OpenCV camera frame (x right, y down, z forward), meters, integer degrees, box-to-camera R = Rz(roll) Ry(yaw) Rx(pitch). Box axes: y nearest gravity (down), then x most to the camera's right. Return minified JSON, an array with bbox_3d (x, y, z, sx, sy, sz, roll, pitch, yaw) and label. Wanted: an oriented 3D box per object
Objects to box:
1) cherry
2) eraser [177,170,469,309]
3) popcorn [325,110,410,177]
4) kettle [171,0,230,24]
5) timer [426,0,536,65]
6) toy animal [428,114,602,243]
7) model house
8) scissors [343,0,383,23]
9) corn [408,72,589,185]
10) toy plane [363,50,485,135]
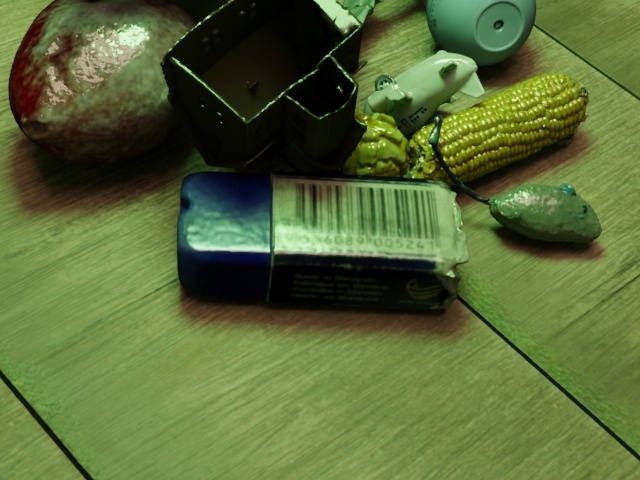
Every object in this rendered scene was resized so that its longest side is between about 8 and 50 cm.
[{"bbox_3d":[-0.268,-0.206,1.362,0.230,0.203,0.300,31,51,14],"label":"cherry"},{"bbox_3d":[0.000,0.000,1.283,0.332,0.101,0.155,2,48,-5],"label":"eraser"},{"bbox_3d":[0.062,-0.110,1.385,0.106,0.121,0.116,24,47,-33],"label":"popcorn"},{"bbox_3d":[-0.188,-0.417,1.402,0.361,0.250,0.377,-11,6,-22],"label":"kettle"},{"bbox_3d":[0.229,-0.371,1.606,0.175,0.175,0.255,1,51,-7],"label":"timer"},{"bbox_3d":[0.235,-0.059,1.367,0.253,0.070,0.079,26,59,-4],"label":"toy animal"},{"bbox_3d":[-0.046,-0.160,1.327,0.211,0.243,0.204,-41,75,-17],"label":"model house"},{"bbox_3d":[0.067,-0.353,1.591,0.256,0.029,0.383,-4,42,36],"label":"scissors"},{"bbox_3d":[0.232,-0.144,1.450,0.293,0.106,0.106,-23,55,-24],"label":"corn"},{"bbox_3d":[0.133,-0.193,1.450,0.174,0.174,0.080,-20,83,-24],"label":"toy plane"}]
